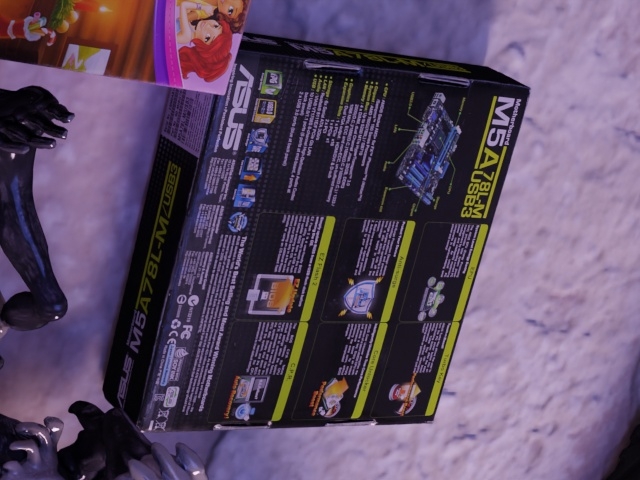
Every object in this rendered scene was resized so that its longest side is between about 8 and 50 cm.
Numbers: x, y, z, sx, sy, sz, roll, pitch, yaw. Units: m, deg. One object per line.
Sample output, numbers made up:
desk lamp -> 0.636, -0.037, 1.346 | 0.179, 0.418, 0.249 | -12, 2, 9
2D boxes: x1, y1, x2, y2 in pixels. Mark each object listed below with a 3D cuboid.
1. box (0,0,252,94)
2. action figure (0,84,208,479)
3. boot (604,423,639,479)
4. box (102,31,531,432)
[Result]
box -> -0.092, -0.212, 0.612 | 0.201, 0.057, 0.293 | 5, 109, -37
action figure -> -0.143, 0.082, 0.668 | 0.164, 0.141, 0.275 | -16, 120, -17
boot -> 0.337, 0.134, 1.025 | 0.260, 0.131, 0.348 | 19, 115, -33
box -> 0.000, 0.000, 0.791 | 0.184, 0.045, 0.190 | 1, 111, -38
